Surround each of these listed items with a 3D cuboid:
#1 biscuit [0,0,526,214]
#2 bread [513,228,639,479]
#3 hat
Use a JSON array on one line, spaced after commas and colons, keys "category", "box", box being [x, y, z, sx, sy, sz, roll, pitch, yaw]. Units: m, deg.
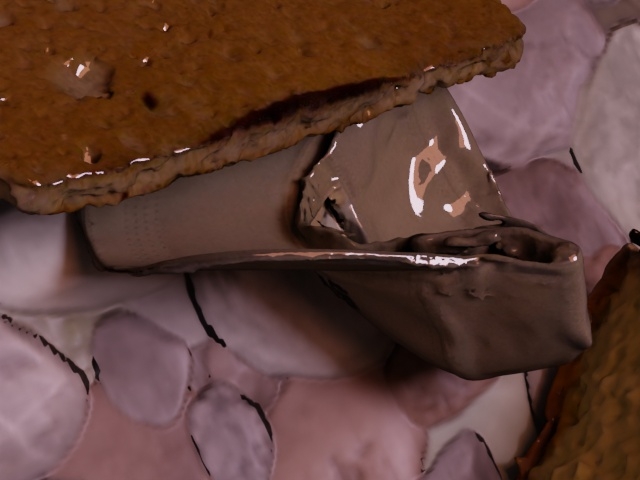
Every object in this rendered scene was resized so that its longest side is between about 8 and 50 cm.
[{"category": "biscuit", "box": [-0.043, -0.078, 0.643, 0.231, 0.025, 0.131, -19, 55, -36]}, {"category": "bread", "box": [0.138, 0.124, 0.659, 0.134, 0.129, 0.260, 39, 56, -25]}, {"category": "hat", "box": [0.000, 0.000, 0.658, 0.175, 0.085, 0.147, -5, 38, -16]}]
